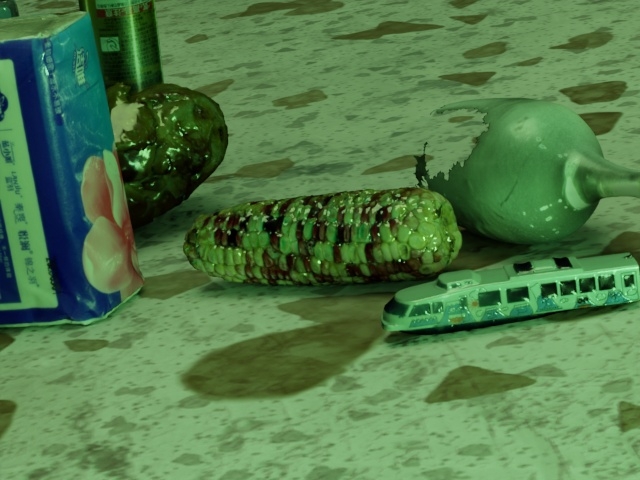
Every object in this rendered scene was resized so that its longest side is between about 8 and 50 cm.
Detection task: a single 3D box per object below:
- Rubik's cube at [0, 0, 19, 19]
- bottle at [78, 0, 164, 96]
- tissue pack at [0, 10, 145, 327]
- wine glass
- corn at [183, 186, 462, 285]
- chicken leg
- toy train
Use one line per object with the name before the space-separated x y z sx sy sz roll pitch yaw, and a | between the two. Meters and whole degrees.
Rubik's cube | -0.467 -0.196 2.390 0.205 0.205 0.207 -14 19 -12
bottle | -0.211 -0.188 2.072 0.082 0.286 0.082 -5 20 2
tissue pack | -0.289 -0.064 1.738 0.209 0.270 0.137 -5 18 15
wine glass | 0.221 -0.054 1.670 0.143 0.143 0.321 -22 19 -37
corn | 0.000 0.000 1.702 0.253 0.086 0.086 -5 17 24
chicken leg | -0.263 -0.055 1.954 0.361 0.140 0.211 -21 -3 -5
toy train | 0.149 0.043 1.537 0.207 0.047 0.043 -8 15 -1
